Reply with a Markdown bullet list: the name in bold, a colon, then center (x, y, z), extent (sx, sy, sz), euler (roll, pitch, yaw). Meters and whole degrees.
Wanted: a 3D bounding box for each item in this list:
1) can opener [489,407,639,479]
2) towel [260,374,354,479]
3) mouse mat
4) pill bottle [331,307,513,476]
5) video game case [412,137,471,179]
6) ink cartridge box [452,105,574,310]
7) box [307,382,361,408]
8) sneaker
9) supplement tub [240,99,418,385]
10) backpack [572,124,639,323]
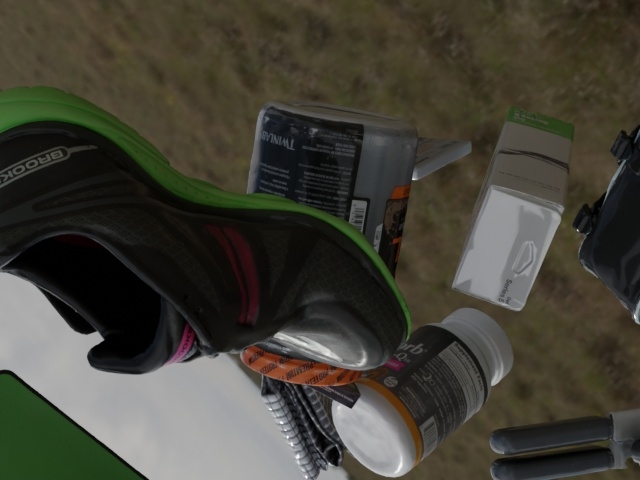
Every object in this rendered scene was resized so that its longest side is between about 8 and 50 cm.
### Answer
- **can opener**: center (0.343, 0.251, 1.384), extent (0.093, 0.281, 0.074), euler (180, 88, -72)
- **towel**: center (-0.018, 0.272, 2.104), extent (0.283, 0.121, 0.235), euler (-93, -20, -64)
- **mouse mat**: center (-0.247, 0.222, 0.964), extent (0.190, 0.152, 0.007), euler (42, 151, -15)
- **pill bottle**: center (0.163, 0.227, 1.738), extent (0.162, 0.278, 0.162), euler (31, 138, 32)
- **video game case**: center (0.113, -0.132, 1.756), extent (0.184, 0.201, 0.023), euler (7, 110, 30)
- **ink cartridge box**: center (0.301, -0.054, 1.732), extent (0.115, 0.198, 0.273), euler (19, -146, 5)
- **box**: center (-0.012, 0.178, 1.603), extent (0.116, 0.029, 0.162), euler (29, -175, -14)
- **sneaker**: center (-0.123, 0.043, 1.015), extent (0.483, 0.202, 0.185), euler (23, 145, -32)
- **supplement tub**: center (0.000, 0.000, 1.434), extent (0.207, 0.337, 0.207), euler (9, -168, -2)
- **backpack**: center (0.414, -0.030, 1.120), extent (0.191, 0.254, 0.225), euler (45, 132, 35)
